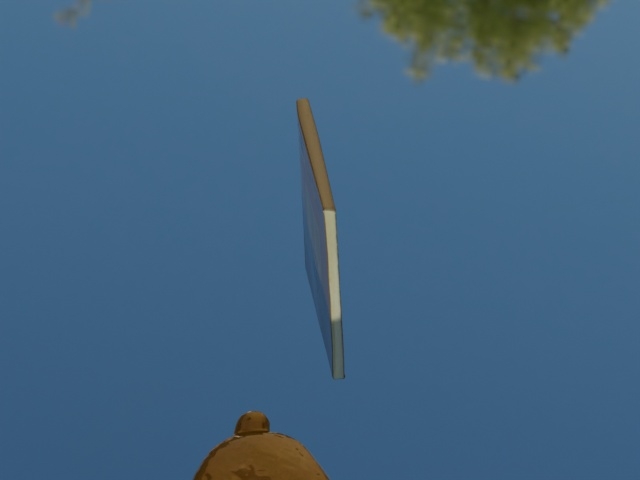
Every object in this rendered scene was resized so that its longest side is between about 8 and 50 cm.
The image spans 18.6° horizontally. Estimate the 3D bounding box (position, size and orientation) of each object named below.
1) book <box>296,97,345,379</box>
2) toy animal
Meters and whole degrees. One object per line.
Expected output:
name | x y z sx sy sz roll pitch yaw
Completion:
book | 0.000 0.000 1.389 0.012 0.172 0.118 -8 -134 -5
toy animal | 0.002 0.137 0.888 0.070 0.083 0.159 20 179 -41
